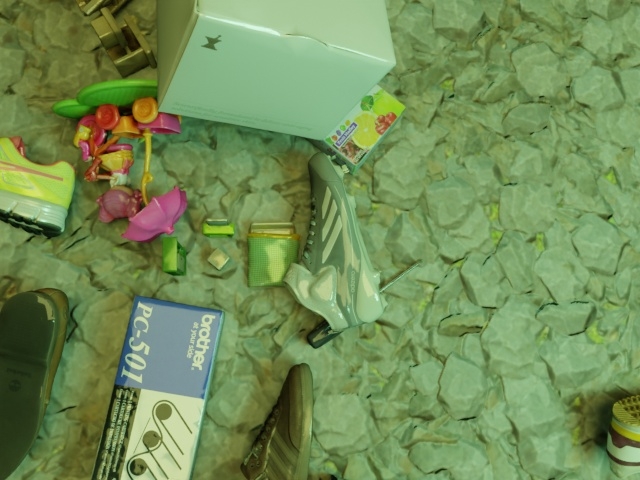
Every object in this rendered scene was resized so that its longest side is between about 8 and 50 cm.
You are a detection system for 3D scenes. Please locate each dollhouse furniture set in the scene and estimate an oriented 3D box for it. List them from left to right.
[{"bbox_3d":[-0.229,-0.301,0.606,0.101,0.182,0.161,-31,83,-10],"label":"dollhouse furniture set"},{"bbox_3d":[-0.095,0.014,0.622,0.151,0.058,0.076,0,80,-5],"label":"dollhouse furniture set"}]

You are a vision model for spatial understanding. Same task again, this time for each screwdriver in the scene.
[{"bbox_3d":[0.054,0.071,0.650,0.169,0.025,0.024,-34,83,-19],"label":"screwdriver"}]

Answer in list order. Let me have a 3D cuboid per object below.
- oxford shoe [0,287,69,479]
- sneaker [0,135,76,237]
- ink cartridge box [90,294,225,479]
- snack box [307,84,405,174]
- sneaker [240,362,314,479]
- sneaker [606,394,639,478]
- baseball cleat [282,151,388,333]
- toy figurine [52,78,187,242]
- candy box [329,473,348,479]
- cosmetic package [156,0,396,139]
[{"bbox_3d":[-0.305,0.150,0.577,0.076,0.076,0.212,23,94,-3],"label":"oxford shoe"},{"bbox_3d":[-0.368,-0.078,0.612,0.208,0.081,0.094,21,71,-8],"label":"sneaker"},{"bbox_3d":[-0.170,0.169,0.593,0.097,0.046,0.207,10,79,-4],"label":"ink cartridge box"},{"bbox_3d":[0.017,-0.163,0.676,0.141,0.037,0.100,39,77,4],"label":"snack box"},{"bbox_3d":[-0.047,0.223,0.583,0.071,0.066,0.189,6,78,-3],"label":"sneaker"},{"bbox_3d":[0.405,0.219,0.631,0.185,0.069,0.084,-1,106,-13],"label":"sneaker"},{"bbox_3d":[0.000,0.000,0.620,0.109,0.072,0.206,-18,71,-5],"label":"baseball cleat"},{"bbox_3d":[-0.212,-0.076,0.613,0.173,0.130,0.159,-4,89,16],"label":"toy figurine"},{"bbox_3d":[0.083,0.298,0.514,0.164,0.196,0.070,21,78,-1],"label":"candy box"},{"bbox_3d":[-0.063,-0.310,0.582,0.196,0.155,0.366,6,68,-28],"label":"cosmetic package"}]
